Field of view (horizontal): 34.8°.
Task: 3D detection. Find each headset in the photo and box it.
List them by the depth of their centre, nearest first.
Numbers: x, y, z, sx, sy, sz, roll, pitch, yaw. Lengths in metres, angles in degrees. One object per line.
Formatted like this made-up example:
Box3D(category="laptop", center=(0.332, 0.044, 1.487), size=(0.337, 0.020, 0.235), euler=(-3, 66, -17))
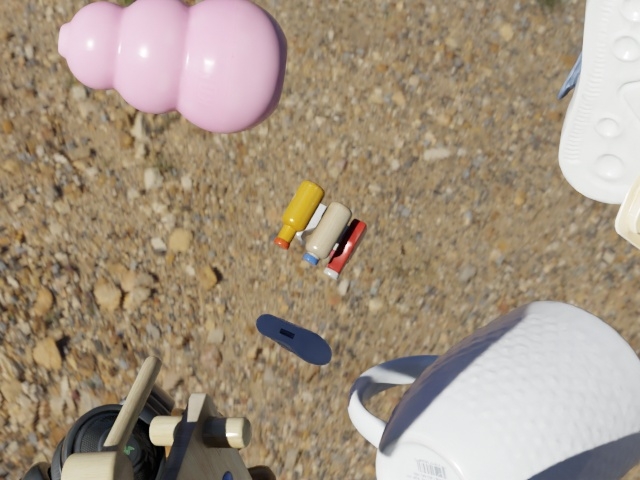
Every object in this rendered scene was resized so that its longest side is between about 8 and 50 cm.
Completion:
Box3D(category="headset", center=(-0.287, 0.335, 1.291), size=(0.185, 0.394, 0.243), euler=(44, 113, -6))

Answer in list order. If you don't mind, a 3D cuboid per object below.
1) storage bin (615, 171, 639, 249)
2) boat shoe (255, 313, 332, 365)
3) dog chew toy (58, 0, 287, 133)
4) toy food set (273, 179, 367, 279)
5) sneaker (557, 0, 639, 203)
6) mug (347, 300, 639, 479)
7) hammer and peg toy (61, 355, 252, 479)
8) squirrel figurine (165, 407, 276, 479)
Box3D(category="storage bin", center=(0.370, 0.031, 0.655), size=(0.260, 0.262, 0.123), euler=(30, 94, -29))
Box3D(category="boat shoe", center=(-0.032, 0.117, 1.211), size=(0.100, 0.035, 0.035), euler=(26, 86, -4))
Box3D(category="dog chew toy", center=(-0.222, -0.275, 1.530), size=(0.332, 0.206, 0.206), euler=(8, 66, -11))
Box3D(category="toy food set", center=(0.000, 0.000, 1.577), size=(0.111, 0.232, 0.104), euler=(29, 81, 9))
Box3D(category="sneaker", center=(0.291, -0.202, 0.801), size=(0.130, 0.322, 0.236), euler=(25, 52, 11))
Box3D(category="mug", center=(0.208, 0.250, 1.388), size=(0.374, 0.276, 0.328), euler=(20, 32, 40))
Box3D(category="hammer and peg toy", center=(-0.149, 0.312, 1.189), size=(0.128, 0.361, 0.265), euler=(-3, 42, 18))
Box3D(category="squirrel figurine", center=(-0.280, 0.442, 1.754), size=(0.397, 0.281, 0.370), euler=(-35, 30, -4))
